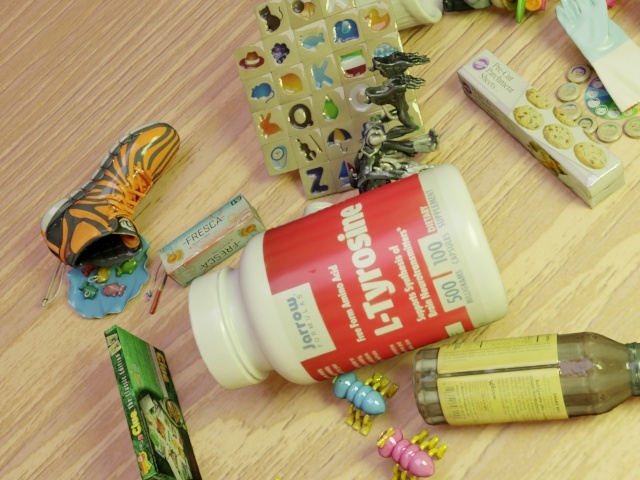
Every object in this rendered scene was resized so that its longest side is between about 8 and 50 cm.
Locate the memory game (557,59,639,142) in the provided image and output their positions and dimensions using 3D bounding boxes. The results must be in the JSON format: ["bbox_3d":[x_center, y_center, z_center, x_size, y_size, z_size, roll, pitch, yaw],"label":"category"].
[{"bbox_3d":[0.461,-0.230,1.181,0.186,0.012,0.186,-12,58,20],"label":"memory game"}]

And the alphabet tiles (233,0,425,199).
[{"bbox_3d":[0.011,-0.253,1.286,0.285,0.011,0.342,-14,95,18],"label":"alphabet tiles"}]

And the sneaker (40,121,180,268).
[{"bbox_3d":[-0.351,-0.068,1.400,0.321,0.124,0.180,-47,50,-6],"label":"sneaker"}]

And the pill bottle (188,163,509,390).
[{"bbox_3d":[0.035,0.065,1.071,0.408,0.229,0.229,-21,56,10],"label":"pill bottle"}]

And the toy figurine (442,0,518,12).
[{"bbox_3d":[0.273,-0.515,1.310,0.148,0.209,0.213,2,63,38],"label":"toy figurine"}]

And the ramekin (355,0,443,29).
[{"bbox_3d":[0.104,-0.497,1.351,0.135,0.277,0.277,-15,57,27],"label":"ramekin"}]

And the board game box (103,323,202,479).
[{"bbox_3d":[-0.256,0.258,1.171,0.030,0.136,0.259,-34,53,9],"label":"board game box"}]

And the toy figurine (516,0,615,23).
[{"bbox_3d":[0.412,-0.433,1.244,0.159,0.173,0.130,10,49,16],"label":"toy figurine"}]

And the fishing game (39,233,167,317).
[{"bbox_3d":[-0.395,0.053,1.413,0.264,0.041,0.189,5,64,25],"label":"fishing game"}]

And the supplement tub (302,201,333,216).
[{"bbox_3d":[0.000,0.000,1.235,0.071,0.071,0.107,-5,60,23],"label":"supplement tub"}]

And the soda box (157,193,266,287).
[{"bbox_3d":[-0.189,0.001,1.333,0.183,0.058,0.063,-34,53,4],"label":"soda box"}]

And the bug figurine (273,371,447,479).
[{"bbox_3d":[0.042,0.313,1.036,0.216,0.072,0.279,24,74,34],"label":"bug figurine"}]

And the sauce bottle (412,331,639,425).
[{"bbox_3d":[0.295,0.174,0.970,0.344,0.111,0.111,-7,60,22],"label":"sauce bottle"}]

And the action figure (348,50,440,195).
[{"bbox_3d":[0.118,-0.135,1.169,0.141,0.275,0.164,5,39,0],"label":"action figure"}]

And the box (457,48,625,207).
[{"bbox_3d":[0.333,-0.180,1.182,0.067,0.063,0.324,-36,53,1],"label":"box"}]

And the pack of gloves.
[{"bbox_3d":[0.487,-0.339,1.164,0.195,0.046,0.232,-34,72,20],"label":"pack of gloves"}]
